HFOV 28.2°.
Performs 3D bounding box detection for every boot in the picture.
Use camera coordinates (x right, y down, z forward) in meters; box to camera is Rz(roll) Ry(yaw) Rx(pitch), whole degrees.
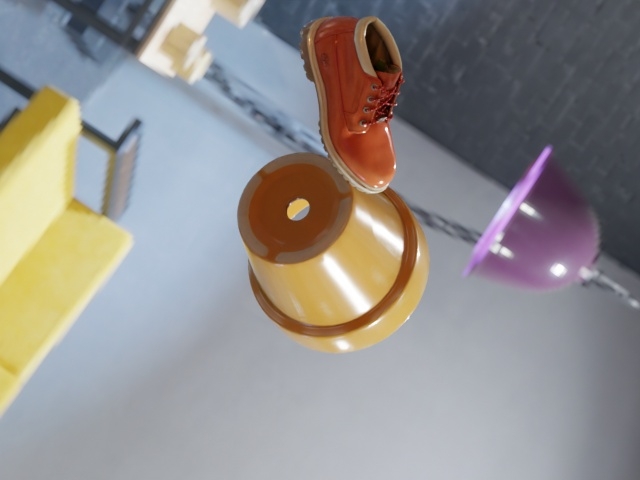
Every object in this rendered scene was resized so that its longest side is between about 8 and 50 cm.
[{"bbox_3d":[0.040,-0.114,1.070,0.059,0.158,0.084,-31,-161,-37],"label":"boot"}]

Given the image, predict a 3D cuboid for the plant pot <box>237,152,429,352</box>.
[{"bbox_3d":[0.000,0.000,1.400,0.205,0.205,0.188,-56,154,-8],"label":"plant pot"}]
